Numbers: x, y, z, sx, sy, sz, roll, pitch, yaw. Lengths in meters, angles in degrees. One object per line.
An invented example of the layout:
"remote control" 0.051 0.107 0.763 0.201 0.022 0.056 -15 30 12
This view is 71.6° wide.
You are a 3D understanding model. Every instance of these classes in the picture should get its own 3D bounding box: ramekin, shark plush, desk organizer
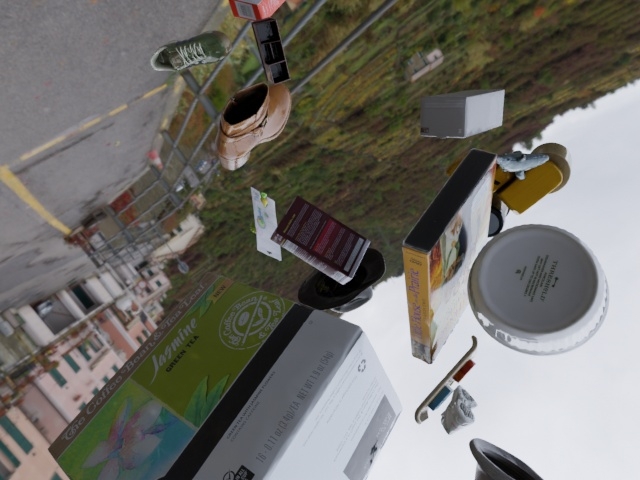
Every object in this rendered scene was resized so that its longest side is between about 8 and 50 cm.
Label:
"ramekin" 0.430 0.090 0.893 0.272 0.273 0.127 -33 151 13
"shark plush" 0.471 -0.201 1.070 0.161 0.073 0.067 11 170 -25
"desk organizer" -0.108 -0.419 0.984 0.047 0.130 0.050 -23 -145 -12

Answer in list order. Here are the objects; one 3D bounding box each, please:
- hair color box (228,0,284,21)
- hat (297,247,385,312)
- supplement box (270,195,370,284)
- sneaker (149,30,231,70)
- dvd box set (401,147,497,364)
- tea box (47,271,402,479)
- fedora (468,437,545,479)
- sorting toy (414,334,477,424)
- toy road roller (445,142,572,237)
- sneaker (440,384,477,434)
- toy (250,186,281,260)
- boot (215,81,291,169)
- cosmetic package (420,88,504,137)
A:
"hair color box" -0.135 -0.605 1.077 0.167 0.093 0.053 -57 156 -21
"hat" 0.092 0.172 1.563 0.330 0.134 0.331 -23 -154 12
"supplement box" 0.000 0.000 1.205 0.130 0.239 0.073 -60 -174 -26
"sneaker" -0.286 -0.396 0.952 0.191 0.064 0.086 7 -136 30
"dvd box set" 0.292 0.054 0.998 0.062 0.421 0.308 23 -123 31
"tea box" -0.117 0.261 0.620 0.323 0.220 0.329 11 -128 39
"fedora" 0.479 0.643 1.140 0.125 0.243 0.275 -63 -178 -1
"sorting toy" 0.323 0.348 1.087 0.229 0.041 0.307 -52 155 -2
"toy road roller" 0.522 -0.189 1.288 0.329 0.241 0.202 -43 177 37
"sneaker" 0.436 0.550 1.436 0.115 0.090 0.232 -48 162 18
"toy" -0.201 -0.051 1.513 0.056 0.238 0.136 -18 154 26
"boot" -0.148 -0.310 1.029 0.283 0.109 0.220 -50 179 -20
"cosmetic package" 0.365 -0.327 1.134 0.127 0.107 0.237 13 -156 38
